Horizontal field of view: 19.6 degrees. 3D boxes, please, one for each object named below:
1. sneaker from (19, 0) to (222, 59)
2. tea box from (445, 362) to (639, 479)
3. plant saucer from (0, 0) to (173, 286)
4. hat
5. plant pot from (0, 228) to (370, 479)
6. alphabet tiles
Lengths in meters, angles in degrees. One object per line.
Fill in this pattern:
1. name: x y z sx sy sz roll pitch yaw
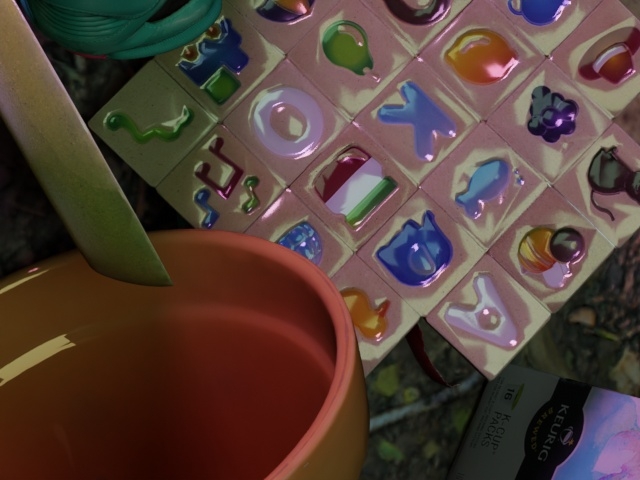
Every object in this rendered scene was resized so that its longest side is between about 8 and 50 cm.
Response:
1. sneaker: -0.090 -0.215 1.053 0.124 0.178 0.295 23 59 3
2. tea box: 0.287 0.261 1.256 0.329 0.323 0.220 29 80 -30
3. plant saucer: -0.154 -0.072 1.012 0.037 0.241 0.241 -30 111 -4
4. hat: 0.000 0.000 1.228 0.173 0.183 0.208 -7 83 0
5. plant pot: -0.098 0.158 1.052 0.291 0.291 0.203 -35 128 -24
6. alphabet tiles: 0.039 -0.092 1.135 0.342 0.011 0.285 44 83 0
